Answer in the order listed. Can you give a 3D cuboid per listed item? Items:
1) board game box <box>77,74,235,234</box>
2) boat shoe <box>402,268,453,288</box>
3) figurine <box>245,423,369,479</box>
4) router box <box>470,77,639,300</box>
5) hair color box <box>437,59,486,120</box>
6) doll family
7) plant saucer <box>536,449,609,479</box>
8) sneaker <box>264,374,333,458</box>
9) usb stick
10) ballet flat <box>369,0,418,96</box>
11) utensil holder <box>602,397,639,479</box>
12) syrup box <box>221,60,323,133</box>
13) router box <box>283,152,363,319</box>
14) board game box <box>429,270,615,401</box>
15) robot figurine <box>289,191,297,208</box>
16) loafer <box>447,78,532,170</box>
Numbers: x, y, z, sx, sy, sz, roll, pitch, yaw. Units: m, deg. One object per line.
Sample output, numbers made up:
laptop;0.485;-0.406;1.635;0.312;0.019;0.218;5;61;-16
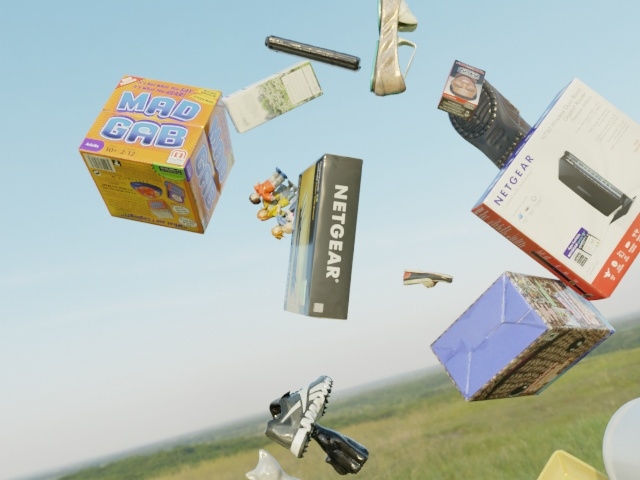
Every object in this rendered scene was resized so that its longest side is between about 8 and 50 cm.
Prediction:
board game box;-0.536;-0.290;2.127;0.357;0.356;0.356;11;-34;8
boat shoe;0.266;0.097;1.540;0.137;0.043;0.049;5;-5;37
figurine;-0.035;0.505;1.407;0.215;0.209;0.092;-54;2;-13
router box;0.521;-0.101;1.239;0.335;0.301;0.082;-52;-2;-10
hair color box;0.285;-0.303;1.246;0.072;0.141;0.043;22;-44;3
doll family;-0.108;-0.090;1.908;0.163;0.263;0.118;-46;-32;-5
plant saucer;0.776;0.850;1.841;0.333;0.332;0.081;23;-21;47
sneaker;-0.045;0.333;1.253;0.106;0.078;0.234;19;25;10
usb stick;-0.019;-0.528;1.752;0.278;0.045;0.077;16;14;4
ballet flat;0.187;-0.504;1.543;0.106;0.316;0.107;4;-6;8
utensil holder;0.945;0.549;1.530;0.328;0.327;0.385;-13;-14;-6
syrup box;-0.123;-0.364;1.569;0.237;0.093;0.096;-27;20;-6
router box;0.000;0.000;1.255;0.081;0.308;0.243;7;-6;-13
board game box;0.413;0.200;1.266;0.291;0.141;0.232;9;-51;-43
robot figurine;0.014;-0.113;2.197;0.278;0.209;0.173;8;-66;-57
loafer;0.433;-0.259;1.497;0.130;0.366;0.134;11;-47;-43
